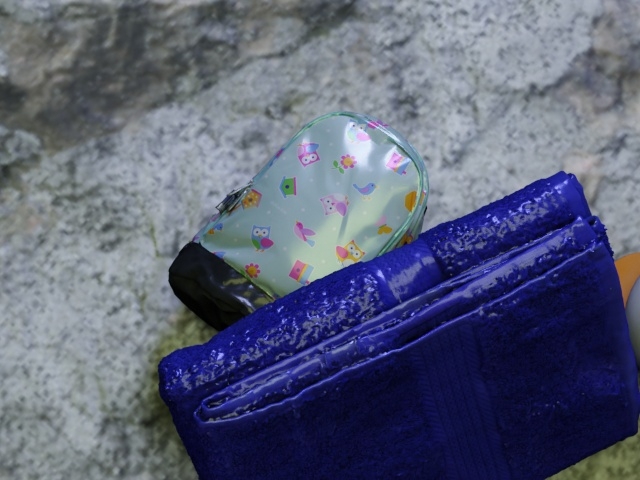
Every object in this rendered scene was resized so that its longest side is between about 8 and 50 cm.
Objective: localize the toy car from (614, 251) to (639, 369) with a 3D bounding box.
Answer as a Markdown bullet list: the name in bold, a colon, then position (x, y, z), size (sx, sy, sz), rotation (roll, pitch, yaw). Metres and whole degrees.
- **toy car**: position (0.305, 0.051, 1.215), size (0.238, 0.219, 0.210), rotation (30, 77, 31)

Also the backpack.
- **backpack**: position (0.000, 0.000, 1.217), size (0.152, 0.115, 0.182), rotation (40, 78, 5)

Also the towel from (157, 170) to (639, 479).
- **towel**: position (0.065, 0.110, 1.165), size (0.308, 0.076, 0.227), rotation (-24, 123, -7)
